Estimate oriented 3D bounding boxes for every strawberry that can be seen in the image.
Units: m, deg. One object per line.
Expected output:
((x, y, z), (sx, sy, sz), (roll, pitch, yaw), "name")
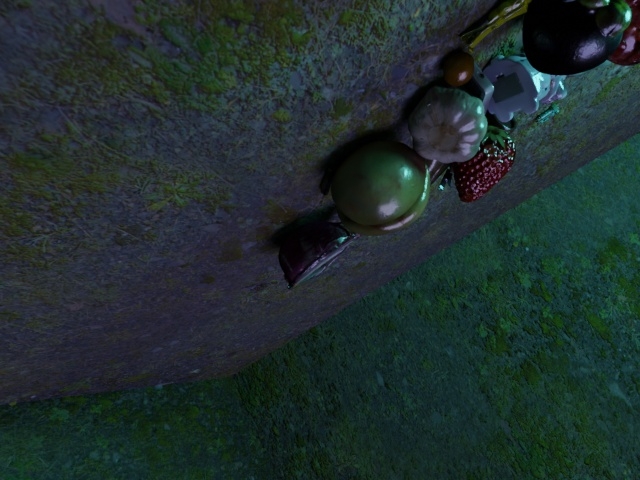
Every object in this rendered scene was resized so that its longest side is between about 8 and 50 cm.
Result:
((0.484, -0.232, 1.764), (0.205, 0.205, 0.244), (-14, 131, -40), "strawberry")

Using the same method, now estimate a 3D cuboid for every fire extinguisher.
((0.508, -0.292, 1.924), (0.102, 0.138, 0.344), (26, 139, -13), "fire extinguisher")

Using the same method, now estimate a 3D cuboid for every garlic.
((0.347, -0.334, 1.537), (0.218, 0.219, 0.212), (-46, -167, 43), "garlic")

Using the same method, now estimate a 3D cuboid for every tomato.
((0.848, -0.599, 1.519), (0.233, 0.200, 0.139), (-34, -162, 46), "tomato")

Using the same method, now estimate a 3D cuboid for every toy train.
((0.846, -0.470, 2.120), (0.092, 0.029, 0.045), (-35, 154, 21), "toy train")

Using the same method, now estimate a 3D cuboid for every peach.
((0.169, -0.150, 1.615), (0.292, 0.247, 0.292), (-27, 140, -26), "peach")

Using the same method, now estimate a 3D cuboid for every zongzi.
((0.324, -0.246, 1.796), (0.194, 0.099, 0.197), (-50, 155, 11), "zongzi")

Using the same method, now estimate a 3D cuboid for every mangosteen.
((0.586, -0.503, 1.307), (0.243, 0.242, 0.243), (-26, 163, -9), "mangosteen")

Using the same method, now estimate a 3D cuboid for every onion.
((0.000, 0.000, 1.912), (0.349, 0.159, 0.267), (-38, 173, 5), "onion")

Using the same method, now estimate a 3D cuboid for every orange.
((0.338, -0.420, 1.392), (0.085, 0.085, 0.085), (-26, 163, -9), "orange")

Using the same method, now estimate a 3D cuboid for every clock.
((0.587, -0.451, 1.567), (0.254, 0.188, 0.189), (-27, 164, -27), "clock")

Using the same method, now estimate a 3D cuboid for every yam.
((0.021, -0.178, 1.655), (0.027, 0.033, 0.129), (3, 151, -9), "yam")

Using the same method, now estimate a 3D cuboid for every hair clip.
((0.405, -0.503, 1.302), (0.173, 0.046, 0.072), (-36, 171, 25), "hair clip")

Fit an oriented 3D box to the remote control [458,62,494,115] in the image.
((0.417, -0.384, 1.565), (0.034, 0.103, 0.250), (-31, 164, -4), "remote control")

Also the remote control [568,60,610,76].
((0.882, -0.577, 1.845), (0.256, 0.045, 0.097), (-22, 162, -30), "remote control")
